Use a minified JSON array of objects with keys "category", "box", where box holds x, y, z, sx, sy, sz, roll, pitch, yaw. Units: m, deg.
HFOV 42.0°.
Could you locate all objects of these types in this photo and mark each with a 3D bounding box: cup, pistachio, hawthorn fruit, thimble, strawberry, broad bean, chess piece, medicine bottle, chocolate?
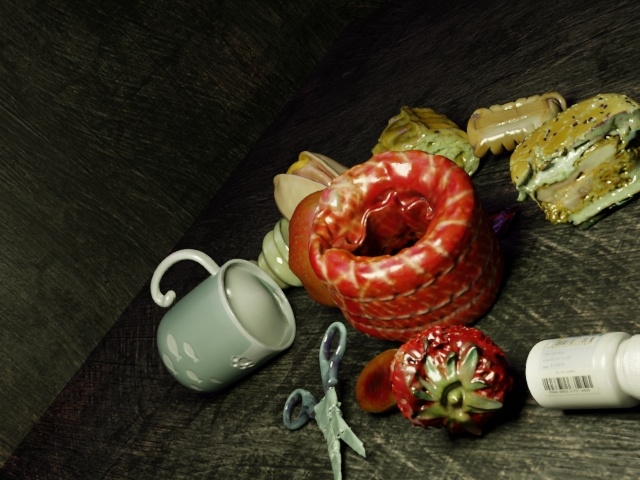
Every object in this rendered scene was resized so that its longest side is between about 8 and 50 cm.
[{"category":"cup","box":[-0.278,0.190,2.061,0.274,0.357,0.259,-38,12,24]},{"category":"pistachio","box":[0.030,-0.096,2.155,0.230,0.309,0.230,-47,-12,-13]},{"category":"hawthorn fruit","box":[0.079,0.009,1.881,0.298,0.277,0.277,-18,32,30]},{"category":"thimble","box":[0.162,0.009,1.598,0.350,0.231,0.350,-17,45,18]},{"category":"strawberry","box":[0.210,0.214,1.346,0.187,0.184,0.201,-49,-2,13]},{"category":"broad bean","box":[0.125,0.261,1.538,0.165,0.084,0.114,-41,20,36]},{"category":"chess piece","box":[-0.151,0.103,2.262,0.330,0.182,0.182,-41,20,26]},{"category":"medicine bottle","box":[0.388,0.182,1.157,0.186,0.103,0.103,-18,33,52]},{"category":"chocolate","box":[0.341,-0.032,1.763,0.182,0.028,0.086,-9,43,55]}]

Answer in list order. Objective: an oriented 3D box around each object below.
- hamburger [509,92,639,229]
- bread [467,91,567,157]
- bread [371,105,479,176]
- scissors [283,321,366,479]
[{"category":"hamburger","box":[0.484,-0.154,1.519,0.288,0.167,0.192,-36,24,26]},{"category":"bread","box":[0.440,-0.254,1.869,0.225,0.081,0.134,-10,45,22]},{"category":"bread","box":[0.253,-0.214,2.046,0.238,0.196,0.252,-45,23,4]},{"category":"scissors","box":[0.019,0.332,1.608,0.256,0.029,0.383,-61,20,12]}]
